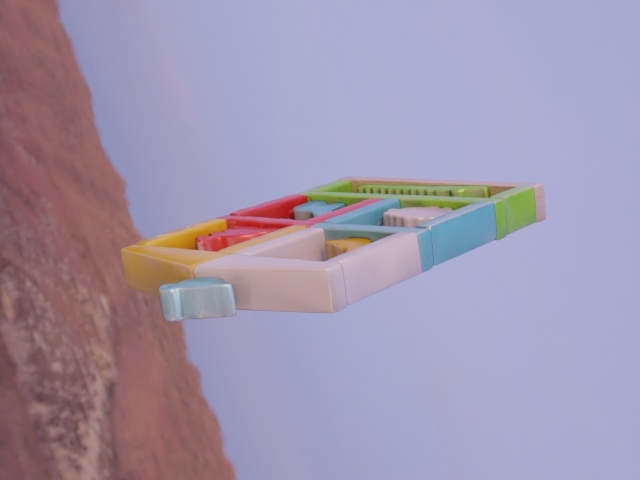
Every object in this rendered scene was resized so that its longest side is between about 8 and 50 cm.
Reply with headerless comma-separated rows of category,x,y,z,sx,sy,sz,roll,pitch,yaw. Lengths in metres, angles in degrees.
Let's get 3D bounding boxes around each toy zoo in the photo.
toy zoo,0.000,0.000,0.774,0.192,0.293,0.030,5,-73,42
